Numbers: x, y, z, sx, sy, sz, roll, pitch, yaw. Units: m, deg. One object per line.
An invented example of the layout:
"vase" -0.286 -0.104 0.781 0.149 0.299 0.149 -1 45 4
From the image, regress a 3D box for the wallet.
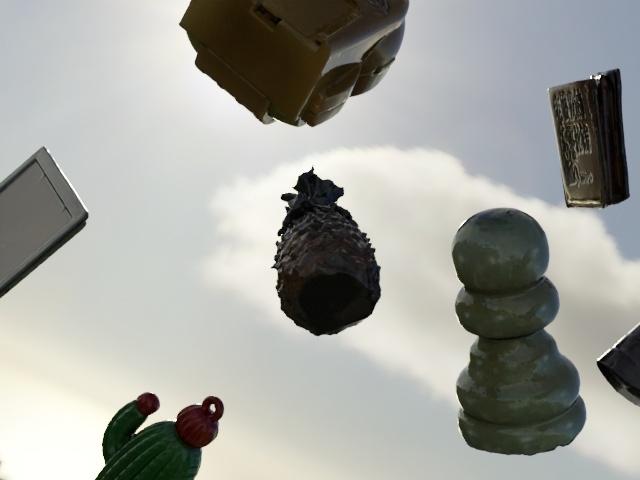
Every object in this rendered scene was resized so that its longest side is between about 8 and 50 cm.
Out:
"wallet" 0.317 -0.118 2.013 0.042 0.160 0.195 -5 2 -9

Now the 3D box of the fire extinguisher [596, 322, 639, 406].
"fire extinguisher" 0.382 0.056 1.551 0.089 0.268 0.072 47 -5 18

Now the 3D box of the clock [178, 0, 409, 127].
"clock" -0.012 -0.302 2.301 0.244 0.317 0.200 44 -47 11

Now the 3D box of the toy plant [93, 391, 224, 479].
"toy plant" -0.213 0.274 2.098 0.155 0.240 0.088 29 16 33

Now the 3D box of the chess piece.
"chess piece" 0.191 0.083 1.705 0.133 0.243 0.133 -8 20 3

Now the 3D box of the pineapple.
"pineapple" 0.000 0.000 1.612 0.108 0.108 0.197 28 30 -27

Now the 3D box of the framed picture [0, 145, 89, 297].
"framed picture" -0.368 0.036 1.728 0.019 0.296 0.232 50 -1 -28
